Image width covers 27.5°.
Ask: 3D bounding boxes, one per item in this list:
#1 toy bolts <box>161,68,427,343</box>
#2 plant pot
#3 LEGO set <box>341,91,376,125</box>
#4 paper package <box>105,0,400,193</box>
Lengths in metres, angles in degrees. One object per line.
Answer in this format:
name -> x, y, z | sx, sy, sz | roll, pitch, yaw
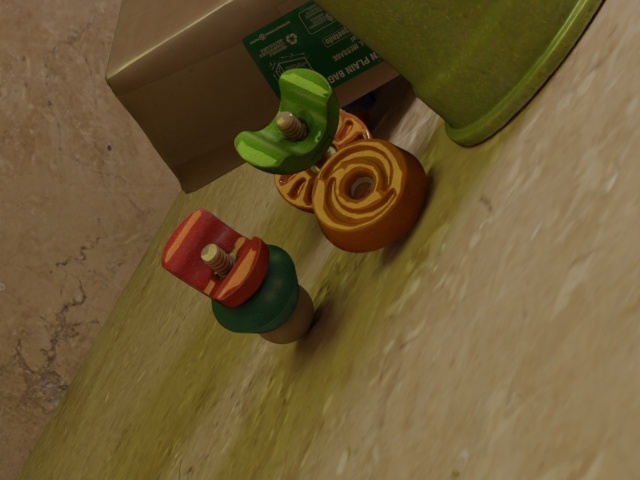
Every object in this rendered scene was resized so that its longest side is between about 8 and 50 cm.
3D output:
toy bolts -> 0.000, 0.000, 1.168 | 0.218, 0.158, 0.228 | 34, 84, 39
plant pot -> 0.076, -0.254, 1.018 | 0.276, 0.254, 0.276 | -56, 12, 19
LEGO set -> 0.002, -0.140, 1.482 | 0.093, 0.087, 0.227 | -36, 22, 29
paper package -> -0.052, -0.246, 1.415 | 0.325, 0.168, 0.309 | -28, 29, 14
